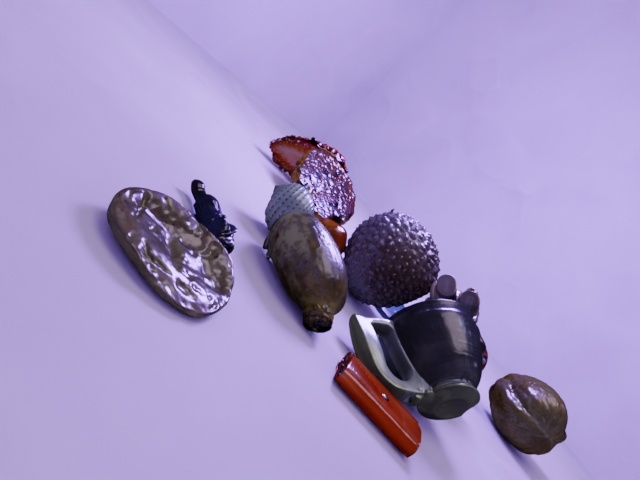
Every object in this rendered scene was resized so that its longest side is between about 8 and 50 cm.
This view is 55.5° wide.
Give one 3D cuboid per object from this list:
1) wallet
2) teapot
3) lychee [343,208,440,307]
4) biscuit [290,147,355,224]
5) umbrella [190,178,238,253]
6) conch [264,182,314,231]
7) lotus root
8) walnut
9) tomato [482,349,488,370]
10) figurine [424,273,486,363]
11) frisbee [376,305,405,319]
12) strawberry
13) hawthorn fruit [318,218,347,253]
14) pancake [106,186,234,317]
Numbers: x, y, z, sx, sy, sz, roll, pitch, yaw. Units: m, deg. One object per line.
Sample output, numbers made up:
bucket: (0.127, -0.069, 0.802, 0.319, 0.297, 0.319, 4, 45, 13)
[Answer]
wallet: (0.113, 0.312, 1.187, 0.204, 0.045, 0.142, 47, 11, 1)
teapot: (0.249, 0.269, 1.397, 0.321, 0.239, 0.239, 45, 23, -39)
lychee: (0.195, 0.060, 1.770, 0.300, 0.300, 0.300, 45, 11, -11)
biscuit: (0.007, -0.178, 2.198, 0.289, 0.081, 0.334, 51, 39, -15)
umbrella: (-0.213, -0.049, 1.192, 0.071, 0.071, 0.248, 39, 9, -35)
conch: (-0.074, -0.047, 1.550, 0.172, 0.131, 0.200, 126, -49, -75)
lotus root: (-0.021, 0.064, 1.318, 0.173, 0.173, 0.309, 35, 23, -47)
walnut: (0.686, 0.566, 2.008, 0.282, 0.227, 0.283, 33, 12, -8)
tomato: (0.466, 0.386, 2.039, 0.167, 0.167, 0.167, 45, 11, -11)
figurine: (0.352, 0.245, 1.667, 0.248, 0.203, 0.381, 13, -37, 12)
frisbee: (0.256, 0.234, 2.021, 0.289, 0.049, 0.289, 45, 11, -11)
strawberry: (-0.043, -0.334, 2.397, 0.306, 0.233, 0.138, 42, 40, -16)
hawthorn fruit: (0.008, 0.002, 1.757, 0.125, 0.140, 0.125, 160, -90, -76)
pancake: (-0.225, 0.024, 0.926, 0.242, 0.050, 0.242, 43, 20, -20)
